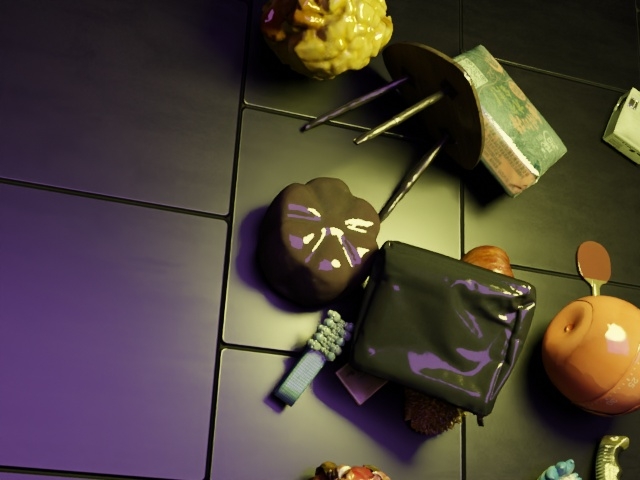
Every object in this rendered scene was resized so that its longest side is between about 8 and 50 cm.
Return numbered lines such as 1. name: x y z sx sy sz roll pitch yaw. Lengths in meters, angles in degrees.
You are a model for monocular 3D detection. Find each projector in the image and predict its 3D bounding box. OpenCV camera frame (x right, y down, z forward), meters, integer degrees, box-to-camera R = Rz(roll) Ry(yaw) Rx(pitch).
1. projector: 0.743 -0.269 2.113 0.115 0.061 0.147 34 64 -7

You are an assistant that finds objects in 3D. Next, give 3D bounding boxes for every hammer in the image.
1. hammer: 0.574 0.492 1.764 0.158 0.041 0.227 8 51 7

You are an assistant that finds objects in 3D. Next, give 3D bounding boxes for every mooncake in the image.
1. mooncake: 0.000 0.000 1.714 0.244 0.133 0.245 10 62 -20

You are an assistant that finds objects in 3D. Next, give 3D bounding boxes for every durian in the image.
1. durian: 0.229 0.262 1.720 0.146 0.102 0.208 -4 69 -15

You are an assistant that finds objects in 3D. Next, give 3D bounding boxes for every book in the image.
1. book: 0.091 0.253 1.717 0.111 0.014 0.077 -35 86 -27

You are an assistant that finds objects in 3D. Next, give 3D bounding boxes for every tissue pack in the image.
1. tissue pack: 0.377 -0.263 1.915 0.316 0.103 0.228 52 38 4

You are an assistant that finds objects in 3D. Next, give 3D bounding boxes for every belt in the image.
1. belt: -0.014 0.222 1.646 0.065 0.100 0.179 36 66 -1

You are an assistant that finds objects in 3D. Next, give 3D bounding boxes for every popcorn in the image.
1. popcorn: 0.017 -0.429 1.810 0.332 0.264 0.225 1 88 -60

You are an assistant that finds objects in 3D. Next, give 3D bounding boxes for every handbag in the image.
1. handbag: 0.220 0.167 1.657 0.301 0.178 0.275 18 89 9

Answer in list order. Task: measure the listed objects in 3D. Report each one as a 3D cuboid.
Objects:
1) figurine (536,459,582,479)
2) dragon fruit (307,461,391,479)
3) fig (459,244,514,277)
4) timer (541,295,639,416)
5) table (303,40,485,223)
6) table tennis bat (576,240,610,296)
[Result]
1. figurine: 0.457 0.483 1.734 0.114 0.079 0.114 -21 124 -34
2. dragon fruit: 0.063 0.481 1.556 0.282 0.147 0.211 -15 77 -22
3. fig: 0.313 0.108 1.786 0.149 0.148 0.202 41 91 28
4. timer: 0.565 0.229 1.782 0.215 0.229 0.230 39 63 -14
5. table: 0.134 -0.228 1.807 0.249 0.317 0.317 -36 86 -13
6. table tennis bat: 0.604 0.076 1.970 0.087 0.013 0.157 9 67 -19
